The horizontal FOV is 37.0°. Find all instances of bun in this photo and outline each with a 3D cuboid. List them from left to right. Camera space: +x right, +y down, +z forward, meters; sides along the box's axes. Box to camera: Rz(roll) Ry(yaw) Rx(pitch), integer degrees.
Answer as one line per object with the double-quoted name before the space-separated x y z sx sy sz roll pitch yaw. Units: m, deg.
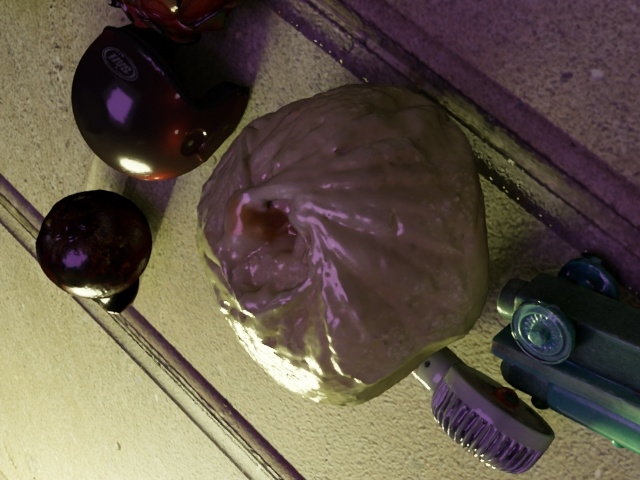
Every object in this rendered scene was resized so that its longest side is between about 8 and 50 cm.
"bun" 0.000 0.000 1.009 0.352 0.227 0.349 42 118 40

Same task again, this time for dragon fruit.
"dragon fruit" -0.161 -0.317 1.093 0.188 0.182 0.182 -177 64 -81

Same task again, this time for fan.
"fan" 0.153 0.160 1.055 0.074 0.130 0.244 -57 43 9

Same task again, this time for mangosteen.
"mangosteen" -0.318 0.016 1.386 0.172 0.172 0.184 10 140 37

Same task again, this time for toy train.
"toy train" 0.305 0.142 0.935 0.298 0.120 0.194 25 134 37

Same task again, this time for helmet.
"helmet" -0.211 -0.174 1.197 0.189 0.193 0.216 42 172 20
